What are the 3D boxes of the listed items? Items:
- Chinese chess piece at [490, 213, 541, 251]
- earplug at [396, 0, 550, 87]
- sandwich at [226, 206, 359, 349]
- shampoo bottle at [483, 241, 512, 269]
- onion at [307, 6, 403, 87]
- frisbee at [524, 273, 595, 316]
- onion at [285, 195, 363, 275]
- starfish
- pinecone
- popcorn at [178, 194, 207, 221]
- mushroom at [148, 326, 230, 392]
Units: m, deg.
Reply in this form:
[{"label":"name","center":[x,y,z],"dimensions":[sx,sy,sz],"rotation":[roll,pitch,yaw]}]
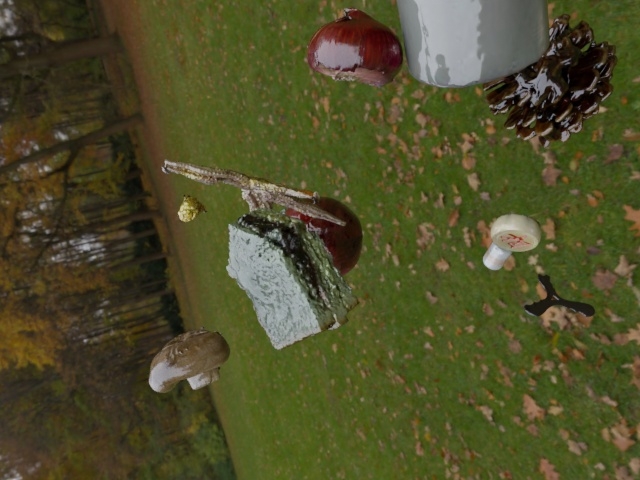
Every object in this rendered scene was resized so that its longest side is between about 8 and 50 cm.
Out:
[{"label":"Chinese chess piece","center":[0.497,-0.018,1.314],"dimensions":[0.122,0.122,0.051],"rotation":[119,170,-66]},{"label":"earplug","center":[0.306,-0.570,1.076],"dimensions":[0.312,0.312,0.394],"rotation":[50,163,53]},{"label":"sandwich","center":[-0.091,0.077,1.182],"dimensions":[0.325,0.131,0.262],"rotation":[59,144,1]},{"label":"shampoo bottle","center":[0.620,0.021,1.753],"dimensions":[0.192,0.074,0.074],"rotation":[104,147,-48]},{"label":"onion","center":[0.087,-0.449,1.232],"dimensions":[0.161,0.248,0.248],"rotation":[-63,31,11]},{"label":"frisbee","center":[0.720,0.170,1.609],"dimensions":[0.187,0.211,0.012],"rotation":[-97,5,-49]},{"label":"onion","center":[0.000,0.000,1.583],"dimensions":[0.276,0.276,0.276],"rotation":[164,90,-72]},{"label":"starfish","center":[-0.150,-0.098,1.362],"dimensions":[0.398,0.383,0.132],"rotation":[65,-140,-60]},{"label":"pinecone","center":[0.700,-0.515,1.635],"dimensions":[0.398,0.397,0.398],"rotation":[164,90,-72]},{"label":"popcorn","center":[-0.372,-0.089,1.512],"dimensions":[0.084,0.084,0.084],"rotation":[164,90,-72]},{"label":"mushroom","center":[-0.370,0.332,1.340],"dimensions":[0.285,0.151,0.156],"rotation":[-32,85,35]}]
